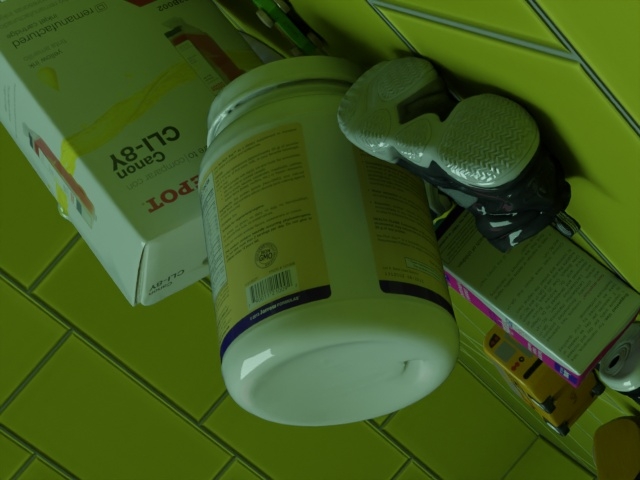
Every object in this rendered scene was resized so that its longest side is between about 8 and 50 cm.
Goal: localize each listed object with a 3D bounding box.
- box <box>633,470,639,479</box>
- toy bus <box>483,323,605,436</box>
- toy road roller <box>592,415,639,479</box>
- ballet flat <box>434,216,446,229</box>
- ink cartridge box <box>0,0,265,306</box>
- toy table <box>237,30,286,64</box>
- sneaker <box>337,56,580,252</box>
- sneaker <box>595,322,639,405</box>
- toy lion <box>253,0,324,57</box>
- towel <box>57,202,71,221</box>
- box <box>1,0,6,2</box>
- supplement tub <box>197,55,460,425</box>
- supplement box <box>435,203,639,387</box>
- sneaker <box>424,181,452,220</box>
[{"bbox_3d":[0.529,0.346,1.437,0.296,0.182,0.294,42,175,-17],"label":"box"},{"bbox_3d":[0.361,0.212,2.154,0.130,0.108,0.332,40,176,25],"label":"toy bus"},{"bbox_3d":[0.589,0.434,2.153,0.202,0.241,0.329,44,-147,-44],"label":"toy road roller"},{"bbox_3d":[0.191,0.001,1.728,0.074,0.074,0.203,41,172,-3],"label":"ballet flat"},{"bbox_3d":[-0.210,-0.152,1.661,0.384,0.279,0.160,51,153,19],"label":"ink cartridge box"},{"bbox_3d":[-0.095,-0.173,1.896,0.252,0.161,0.274,42,175,-25],"label":"toy table"},{"bbox_3d":[0.124,-0.071,1.216,0.153,0.101,0.268,47,172,-34],"label":"sneaker"},{"bbox_3d":[0.384,0.156,1.557,0.121,0.079,0.217,38,-175,-5],"label":"sneaker"},{"bbox_3d":[-0.043,-0.245,1.519,0.100,0.034,0.096,44,-177,-35],"label":"toy lion"},{"bbox_3d":[-0.223,-0.141,2.088,0.375,0.090,0.320,1,-145,-14],"label":"towel"},{"bbox_3d":[-0.385,-0.388,2.168,0.181,0.182,0.119,41,178,8],"label":"box"},{"bbox_3d":[0.000,0.000,1.396,0.241,0.241,0.331,46,-151,-55],"label":"supplement tub"},{"bbox_3d":[0.232,0.046,1.474,0.220,0.114,0.111,38,175,16],"label":"supplement box"},{"bbox_3d":[0.099,-0.070,1.710,0.080,0.081,0.211,40,175,42],"label":"sneaker"}]
